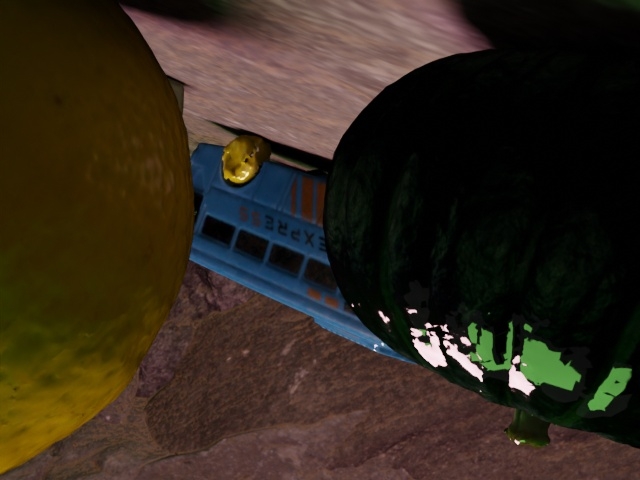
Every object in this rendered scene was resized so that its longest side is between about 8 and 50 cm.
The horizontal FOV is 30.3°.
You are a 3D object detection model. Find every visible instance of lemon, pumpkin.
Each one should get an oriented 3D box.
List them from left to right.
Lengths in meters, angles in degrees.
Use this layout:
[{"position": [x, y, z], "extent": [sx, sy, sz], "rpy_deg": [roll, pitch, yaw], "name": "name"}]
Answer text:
[{"position": [-0.232, -0.025, 0.660], "extent": [0.348, 0.348, 0.348], "rpy_deg": [23, 179, 1], "name": "lemon"}, {"position": [0.095, 0.008, 0.435], "extent": [0.202, 0.140, 0.202], "rpy_deg": [21, -179, -1], "name": "pumpkin"}]

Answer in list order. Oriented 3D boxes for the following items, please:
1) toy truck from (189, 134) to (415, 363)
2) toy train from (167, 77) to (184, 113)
[{"position": [0.000, 0.000, 1.273], "extent": [0.385, 0.162, 0.161], "rpy_deg": [22, 180, 43], "name": "toy truck"}, {"position": [-0.263, -0.129, 1.157], "extent": [0.202, 0.131, 0.300], "rpy_deg": [21, 180, -23], "name": "toy train"}]
